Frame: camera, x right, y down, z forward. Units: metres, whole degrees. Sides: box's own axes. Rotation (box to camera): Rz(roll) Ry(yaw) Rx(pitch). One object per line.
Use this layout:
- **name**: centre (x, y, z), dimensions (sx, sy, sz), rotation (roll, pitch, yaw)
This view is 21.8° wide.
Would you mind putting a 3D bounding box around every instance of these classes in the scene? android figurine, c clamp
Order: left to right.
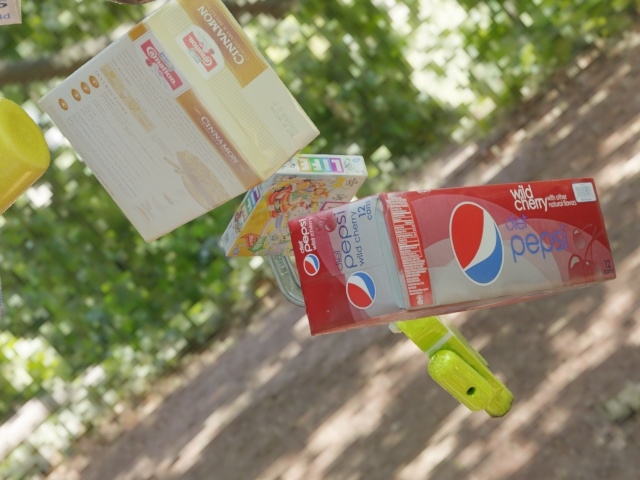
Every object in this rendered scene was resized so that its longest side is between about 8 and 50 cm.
- **c clamp**: centre (0.000, 0.000, 1.919), dimensions (0.137, 0.160, 0.022), rotation (-11, -25, -13)
- **android figurine**: centre (0.136, 0.115, 2.094), dimensions (0.056, 0.273, 0.248), rotation (-43, 34, 5)

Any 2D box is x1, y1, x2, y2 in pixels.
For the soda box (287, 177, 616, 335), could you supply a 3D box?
- **soda box**: centre (0.100, 0.008, 1.194), dimensions (0.092, 0.083, 0.263), rotation (-17, -8, 41)

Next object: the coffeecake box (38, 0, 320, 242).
- **coffeecake box**: centre (-0.109, -0.092, 1.244), dimensions (0.068, 0.142, 0.185), rotation (-43, 11, -34)

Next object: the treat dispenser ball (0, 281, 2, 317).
- **treat dispenser ball**: centre (-0.400, 0.049, 1.320), dimensions (0.288, 0.288, 0.288), rotation (-40, 11, 9)

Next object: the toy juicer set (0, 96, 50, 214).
- **toy juicer set**: centre (-0.284, -0.167, 0.997), dimensions (0.089, 0.209, 0.329), rotation (-32, 57, 18)

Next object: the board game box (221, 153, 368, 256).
- **board game box**: centre (-0.028, -0.035, 1.717), dimensions (0.103, 0.026, 0.154), rotation (0, -33, -25)

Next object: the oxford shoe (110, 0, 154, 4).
- **oxford shoe**: centre (-0.168, -0.229, 1.370), dimensions (0.096, 0.083, 0.227), rotation (-21, -8, 22)

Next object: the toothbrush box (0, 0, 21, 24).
- **toothbrush box**: centre (-0.362, -0.365, 1.556), dimensions (0.283, 0.122, 0.206), rotation (91, 171, -54)
